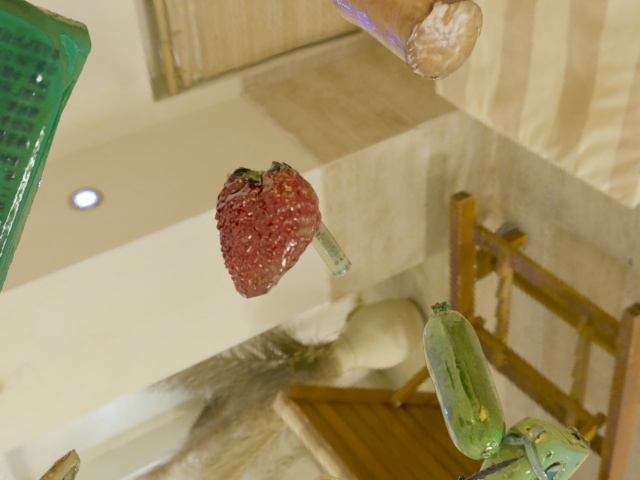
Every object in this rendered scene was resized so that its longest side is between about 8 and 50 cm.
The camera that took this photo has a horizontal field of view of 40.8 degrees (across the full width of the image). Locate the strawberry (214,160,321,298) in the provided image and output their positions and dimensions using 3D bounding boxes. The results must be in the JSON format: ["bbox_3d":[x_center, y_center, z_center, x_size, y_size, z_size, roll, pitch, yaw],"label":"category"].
[{"bbox_3d":[-0.057,-0.015,0.990,0.131,0.131,0.148,162,96,-67],"label":"strawberry"}]

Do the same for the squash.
[{"bbox_3d":[0.226,0.212,1.412,0.378,0.101,0.101,-93,-6,-60],"label":"squash"}]

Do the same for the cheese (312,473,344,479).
[{"bbox_3d":[-0.002,0.385,1.084,0.043,0.065,0.194,-92,15,-73],"label":"cheese"}]

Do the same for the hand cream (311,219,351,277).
[{"bbox_3d":[0.000,0.000,1.445,0.039,0.061,0.143,-22,108,40],"label":"hand cream"}]

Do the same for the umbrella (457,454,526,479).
[{"bbox_3d":[0.223,0.331,1.215,0.022,0.149,0.022,44,-154,-19],"label":"umbrella"}]

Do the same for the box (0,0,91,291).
[{"bbox_3d":[-0.354,-0.061,0.686,0.106,0.264,0.336,26,97,27],"label":"box"}]

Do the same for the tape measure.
[{"bbox_3d":[0.334,0.362,1.370,0.106,0.175,0.200,41,-173,35],"label":"tape measure"}]

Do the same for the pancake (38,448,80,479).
[{"bbox_3d":[-0.256,0.246,0.762,0.022,0.139,0.139,31,151,5],"label":"pancake"}]

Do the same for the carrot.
[{"bbox_3d":[0.148,-0.393,1.399,0.254,0.196,0.196,-127,25,-47],"label":"carrot"}]
